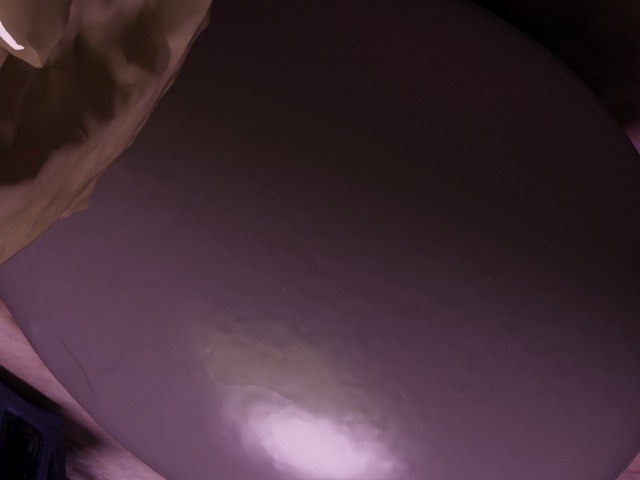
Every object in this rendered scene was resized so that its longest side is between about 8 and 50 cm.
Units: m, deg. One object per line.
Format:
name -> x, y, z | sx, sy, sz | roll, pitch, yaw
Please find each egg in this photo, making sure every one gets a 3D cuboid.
egg -> 0.000, 0.000, 0.558 | 0.232, 0.176, 0.176 | 31, 149, -13

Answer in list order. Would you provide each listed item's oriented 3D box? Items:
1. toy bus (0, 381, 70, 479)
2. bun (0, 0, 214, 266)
toy bus -> -0.227, 0.113, 0.916 | 0.125, 0.133, 0.292 | -14, 139, 33
bun -> -0.196, -0.086, 0.363 | 0.364, 0.202, 0.364 | 22, 174, 2
